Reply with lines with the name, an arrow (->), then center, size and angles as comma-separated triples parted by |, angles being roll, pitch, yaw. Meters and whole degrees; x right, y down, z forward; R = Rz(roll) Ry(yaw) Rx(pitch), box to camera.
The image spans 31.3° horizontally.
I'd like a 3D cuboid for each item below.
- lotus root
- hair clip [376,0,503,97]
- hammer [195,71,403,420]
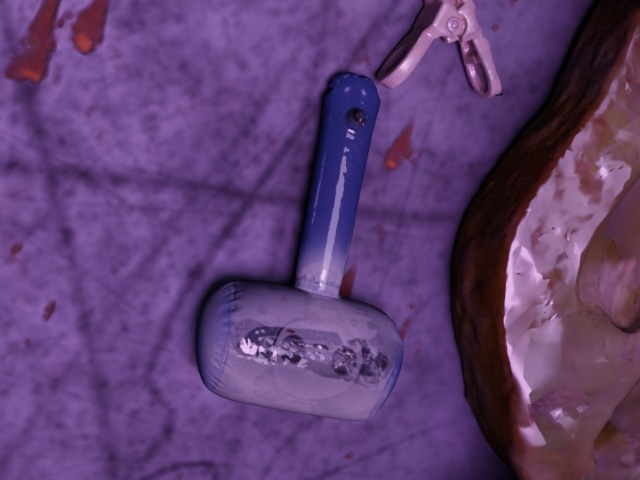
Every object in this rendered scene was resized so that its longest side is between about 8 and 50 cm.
lotus root -> 0.262, 0.005, 0.693 | 0.391, 0.111, 0.374 | -22, 101, -10
hair clip -> 0.060, -0.190, 0.632 | 0.072, 0.034, 0.226 | -7, 101, -14
hammer -> 0.000, 0.000, 0.638 | 0.116, 0.069, 0.193 | 12, 88, -17
